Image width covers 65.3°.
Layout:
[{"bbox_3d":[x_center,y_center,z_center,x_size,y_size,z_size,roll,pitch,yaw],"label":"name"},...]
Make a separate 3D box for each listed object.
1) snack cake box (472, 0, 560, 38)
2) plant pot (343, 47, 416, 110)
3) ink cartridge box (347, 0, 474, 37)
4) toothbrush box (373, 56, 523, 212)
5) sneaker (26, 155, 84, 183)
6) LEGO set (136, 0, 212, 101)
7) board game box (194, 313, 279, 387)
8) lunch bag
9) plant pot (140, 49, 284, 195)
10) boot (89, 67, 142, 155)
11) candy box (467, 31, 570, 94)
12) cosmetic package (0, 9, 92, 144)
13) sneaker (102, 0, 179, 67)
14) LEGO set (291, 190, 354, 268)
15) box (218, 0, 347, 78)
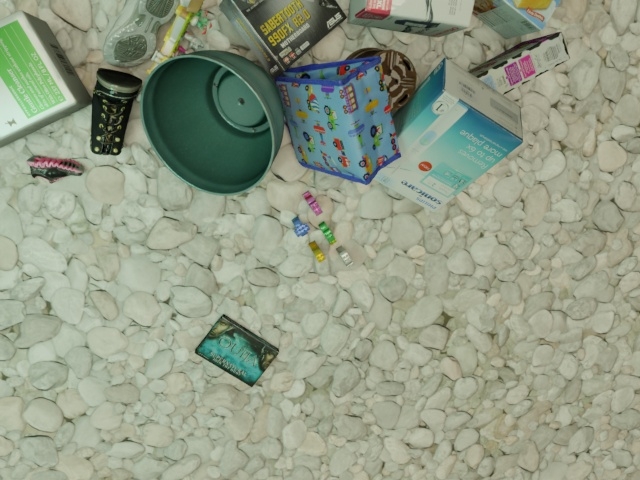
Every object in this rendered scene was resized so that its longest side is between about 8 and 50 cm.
[{"bbox_3d":[0.389,-0.577,1.136,0.264,0.152,0.089,28,99,-16],"label":"snack cake box"},{"bbox_3d":[0.134,-0.360,1.142,0.166,0.165,0.167,-3,106,-10],"label":"plant pot"},{"bbox_3d":[0.197,-0.525,1.104,0.237,0.172,0.100,4,105,-11],"label":"ink cartridge box"},{"bbox_3d":[0.271,-0.225,1.142,0.216,0.126,0.295,27,142,-17],"label":"toothbrush box"},{"bbox_3d":[-0.599,-0.155,1.134,0.119,0.047,0.057,8,118,-8],"label":"sneaker"},{"bbox_3d":[-0.286,-0.406,1.072,0.107,0.132,0.287,29,120,-21],"label":"LEGO set"},{"bbox_3d":[-0.220,0.293,1.326,0.186,0.026,0.126,36,97,-17],"label":"board game box"},{"bbox_3d":[0.004,-0.262,1.095,0.138,0.293,0.221,-40,127,-32],"label":"lunch bag"},{"bbox_3d":[-0.197,-0.270,1.061,0.292,0.196,0.293,11,128,15],"label":"plant pot"},{"bbox_3d":[-0.430,-0.259,1.040,0.085,0.236,0.179,5,109,-28],"label":"boot"},{"bbox_3d":[0.436,-0.401,1.187,0.233,0.159,0.071,-29,106,-2],"label":"candy box"},{"bbox_3d":[-0.693,-0.288,1.020,0.365,0.155,0.197,-28,109,-3],"label":"cosmetic package"},{"bbox_3d":[-0.387,-0.474,1.066,0.232,0.115,0.090,-40,145,23],"label":"sneaker"},{"bbox_3d":[0.000,0.000,1.251,0.087,0.093,0.227,-33,108,0],"label":"LEGO set"},{"bbox_3d":[-0.074,-0.491,1.074,0.231,0.056,0.183,-48,110,-26],"label":"box"}]
